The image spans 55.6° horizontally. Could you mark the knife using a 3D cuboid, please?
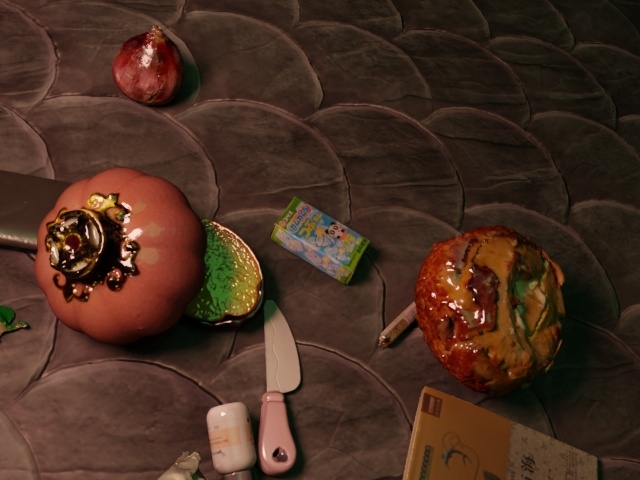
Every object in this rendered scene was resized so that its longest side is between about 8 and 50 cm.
[{"bbox_3d":[-0.074,0.257,1.118,0.081,0.043,0.336,11,54,-18],"label":"knife"}]

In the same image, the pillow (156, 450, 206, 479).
[{"bbox_3d":[-0.200,0.502,0.867,0.283,0.138,0.310,46,61,0],"label":"pillow"}]

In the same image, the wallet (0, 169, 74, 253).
[{"bbox_3d":[-0.559,-0.052,1.152,0.245,0.052,0.169,11,56,-16],"label":"wallet"}]

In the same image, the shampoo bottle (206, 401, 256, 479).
[{"bbox_3d":[-0.141,0.370,1.005,0.074,0.074,0.192,-5,71,-20],"label":"shampoo bottle"}]

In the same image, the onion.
[{"bbox_3d":[-0.371,-0.392,1.333,0.159,0.195,0.160,12,59,-21],"label":"onion"}]

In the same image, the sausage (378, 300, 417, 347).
[{"bbox_3d":[0.207,0.140,1.281,0.033,0.033,0.269,45,57,12],"label":"sausage"}]

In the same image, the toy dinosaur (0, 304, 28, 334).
[{"bbox_3d":[-0.568,0.130,1.052,0.119,0.029,0.060,32,39,10],"label":"toy dinosaur"}]

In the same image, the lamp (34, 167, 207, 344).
[{"bbox_3d":[-0.346,0.022,1.026,0.305,0.239,0.306,-3,79,15],"label":"lamp"}]

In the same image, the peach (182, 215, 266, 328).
[{"bbox_3d":[-0.225,0.058,1.176,0.189,0.068,0.279,-32,76,-20],"label":"peach"}]

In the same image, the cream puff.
[{"bbox_3d":[0.317,0.129,1.197,0.350,0.228,0.351,8,78,-41],"label":"cream puff"}]

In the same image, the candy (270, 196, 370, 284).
[{"bbox_3d":[0.000,0.000,1.286,0.194,0.062,0.097,31,56,4],"label":"candy"}]

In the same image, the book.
[{"bbox_3d":[0.339,0.461,1.124,0.388,0.032,0.269,22,54,-4],"label":"book"}]
